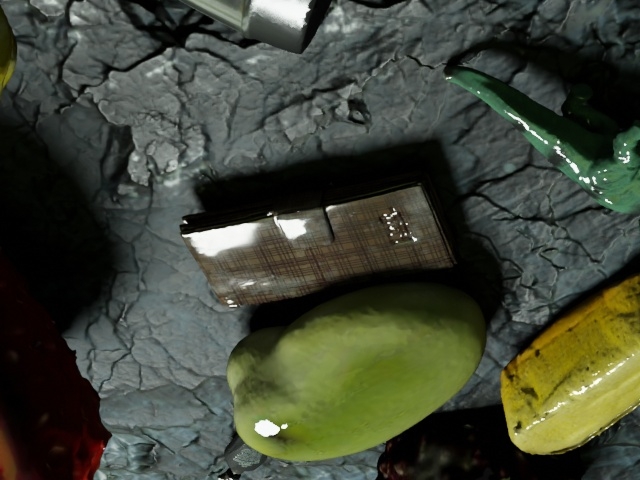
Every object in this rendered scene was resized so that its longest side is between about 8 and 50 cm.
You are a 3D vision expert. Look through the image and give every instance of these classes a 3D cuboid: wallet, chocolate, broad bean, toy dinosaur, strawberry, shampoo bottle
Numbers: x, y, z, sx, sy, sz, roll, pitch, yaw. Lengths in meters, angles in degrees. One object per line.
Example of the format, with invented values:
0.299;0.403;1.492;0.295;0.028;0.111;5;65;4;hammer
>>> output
0.000;0.000;1.245;0.230;0.042;0.124;-9;138;16;wallet
0.165;0.311;1.462;0.224;0.177;0.206;-8;135;16;chocolate
0.037;0.127;1.321;0.263;0.121;0.189;-24;133;25;broad bean
0.245;-0.081;1.114;0.292;0.079;0.120;30;129;-20;toy dinosaur
-0.370;0.108;1.270;0.318;0.295;0.345;1;105;28;strawberry
-0.076;0.221;1.495;0.048;0.027;0.137;10;137;-18;shampoo bottle

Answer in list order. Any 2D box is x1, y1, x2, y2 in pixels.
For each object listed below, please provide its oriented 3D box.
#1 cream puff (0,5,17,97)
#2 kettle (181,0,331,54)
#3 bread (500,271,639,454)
-0.359;-0.154;1.013;0.282;0.185;0.282;-1;170;0;cream puff
-0.094;-0.267;0.858;0.271;0.207;0.251;23;166;1;kettle
0.269;0.114;1.307;0.102;0.094;0.245;19;136;-27;bread
